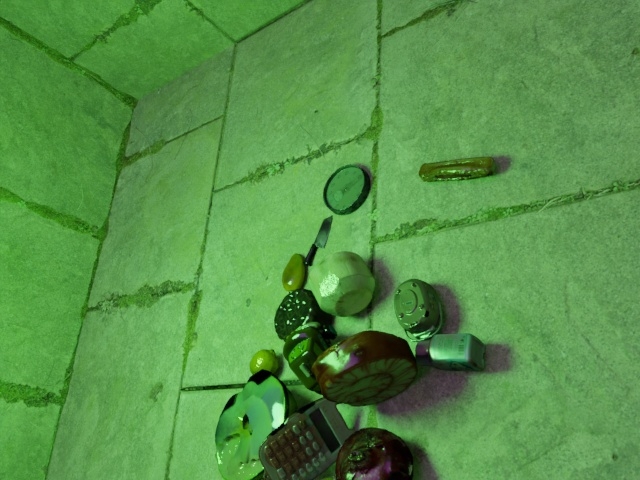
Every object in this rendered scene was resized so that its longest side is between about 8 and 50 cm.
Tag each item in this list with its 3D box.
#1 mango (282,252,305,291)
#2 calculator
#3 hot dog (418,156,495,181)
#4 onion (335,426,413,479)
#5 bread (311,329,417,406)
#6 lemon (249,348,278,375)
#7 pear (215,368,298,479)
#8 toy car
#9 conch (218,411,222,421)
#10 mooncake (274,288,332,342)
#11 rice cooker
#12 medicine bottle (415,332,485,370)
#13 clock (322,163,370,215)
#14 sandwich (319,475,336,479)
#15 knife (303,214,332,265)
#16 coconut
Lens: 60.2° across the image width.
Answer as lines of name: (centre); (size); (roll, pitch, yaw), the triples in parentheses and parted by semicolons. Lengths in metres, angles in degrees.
mango: (-0.107, 0.133, 2.240); (0.101, 0.066, 0.187); (-10, 56, 36)
calculator: (-0.049, 0.652, 1.770); (0.329, 0.220, 0.048); (-32, 9, -22)
hot dog: (0.472, -0.243, 1.923); (0.289, 0.068, 0.083); (1, 47, 45)
onion: (0.148, 0.677, 1.640); (0.252, 0.219, 0.252); (-18, 52, 24)
bread: (0.144, 0.396, 1.704); (0.295, 0.327, 0.114); (-35, 49, 19)
lemon: (-0.216, 0.477, 2.127); (0.109, 0.109, 0.133); (31, 84, 45)
pear: (-0.195, 0.678, 1.954); (0.399, 0.165, 0.399); (-32, 42, 35)
toy car: (-0.023, 0.410, 1.883); (0.204, 0.198, 0.248); (-43, 80, 16)
conch: (-0.359, 0.737, 2.153); (0.106, 0.079, 0.170); (29, 105, 51)
mooncake: (-0.074, 0.289, 2.089); (0.228, 0.124, 0.228); (-20, 58, 34)
rice cooker: (0.314, 0.221, 1.786); (0.145, 0.127, 0.206); (-29, 44, 28)
medicine bottle: (0.388, 0.339, 1.667); (0.188, 0.119, 0.094); (-10, 59, 37)
clock: (0.103, -0.208, 2.238); (0.215, 0.042, 0.215); (-19, 57, 33)
sandwich: (0.036, 0.804, 1.704); (0.187, 0.144, 0.117); (-36, 51, 35)
knife: (0.000, 0.000, 2.241); (0.060, 0.028, 0.230); (17, 78, 32)
coconut: (0.070, 0.148, 1.977); (0.241, 0.241, 0.241); (-19, 58, 33)
